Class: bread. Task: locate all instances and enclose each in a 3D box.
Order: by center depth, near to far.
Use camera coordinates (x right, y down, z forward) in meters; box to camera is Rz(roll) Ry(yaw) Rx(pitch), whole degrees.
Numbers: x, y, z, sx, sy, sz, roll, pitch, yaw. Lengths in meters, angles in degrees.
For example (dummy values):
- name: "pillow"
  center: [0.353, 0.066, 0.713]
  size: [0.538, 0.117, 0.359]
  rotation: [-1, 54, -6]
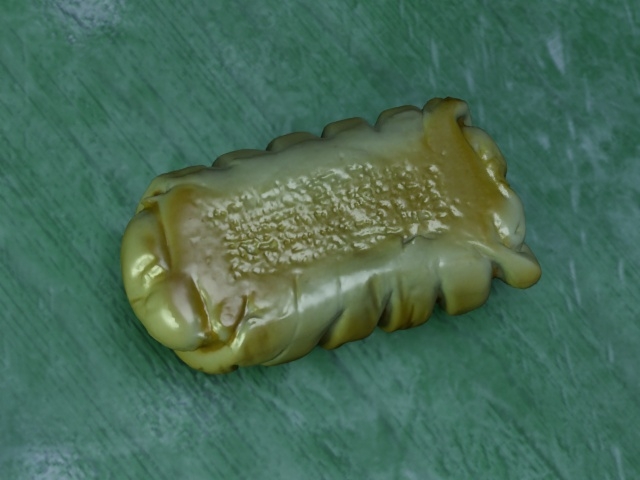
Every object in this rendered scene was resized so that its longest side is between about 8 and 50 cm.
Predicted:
- name: "bread"
  center: [0.000, 0.000, 1.423]
  size: [0.311, 0.121, 0.173]
  rotation: [-14, 73, -15]
